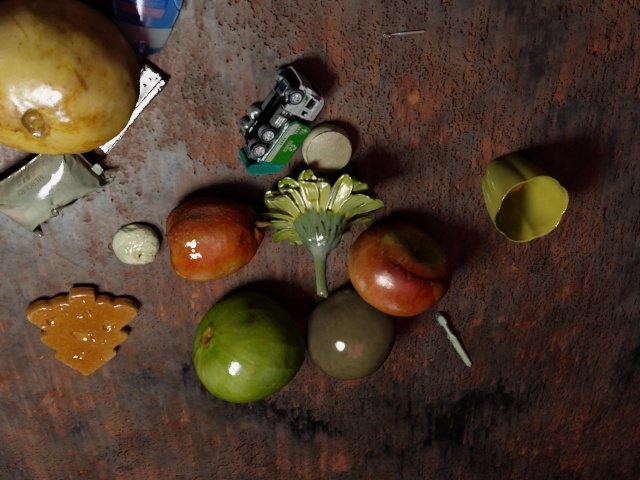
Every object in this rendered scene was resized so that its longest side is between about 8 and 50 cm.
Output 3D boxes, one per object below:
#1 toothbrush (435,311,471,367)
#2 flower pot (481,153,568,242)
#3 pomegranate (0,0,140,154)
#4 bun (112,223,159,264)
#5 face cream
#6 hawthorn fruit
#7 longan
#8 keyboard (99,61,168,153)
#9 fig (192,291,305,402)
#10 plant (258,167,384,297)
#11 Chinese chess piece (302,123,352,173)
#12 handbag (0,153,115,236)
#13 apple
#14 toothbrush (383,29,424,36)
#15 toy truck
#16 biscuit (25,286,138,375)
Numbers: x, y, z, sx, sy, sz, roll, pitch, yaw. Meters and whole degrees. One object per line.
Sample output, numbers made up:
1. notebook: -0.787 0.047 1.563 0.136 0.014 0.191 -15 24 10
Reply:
1. toothbrush: 0.415 0.312 2.262 0.026 0.028 0.294 -28 127 10
2. flower pot: 0.503 -0.121 1.872 0.195 0.179 0.195 -7 125 -9
3. pomegranate: -0.526 -0.333 1.431 0.338 0.338 0.338 -6 127 -8
4. bun: -0.459 0.015 1.823 0.115 0.069 0.115 -6 125 -8
5. face cream: -0.346 -0.498 1.466 0.149 0.083 0.264 7 124 -16
6. hawthorn fruit: -0.237 -0.009 1.764 0.262 0.211 0.211 -11 127 2
7. longan: 0.082 0.253 2.012 0.257 0.258 0.258 -6 127 -8
8. keyboard: -0.436 -0.296 1.632 0.072 0.023 0.231 38 110 -25
9. fig: -0.173 0.289 1.956 0.316 0.316 0.316 -6 127 -8
10. plant: -0.025 -0.041 1.786 0.261 0.297 0.306 39 145 -9
11. Chinese chess piece: 0.016 -0.222 1.771 0.122 0.051 0.122 -6 124 -9
12. handbag: -0.619 -0.117 1.667 0.270 0.117 0.182 -32 134 10
13. apple: 0.204 0.081 1.911 0.271 0.252 0.206 10 131 -33
14. toothbrush: 0.189 -0.468 1.656 0.096 0.008 0.006 -9 141 -8
15. toy truck: -0.098 -0.266 1.679 0.124 0.114 0.253 21 119 -40
16. biscuit: -0.635 0.245 1.966 0.283 0.043 0.306 1 127 -15
